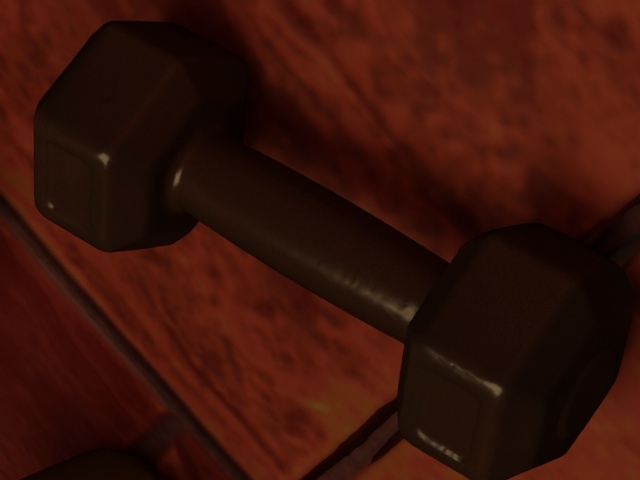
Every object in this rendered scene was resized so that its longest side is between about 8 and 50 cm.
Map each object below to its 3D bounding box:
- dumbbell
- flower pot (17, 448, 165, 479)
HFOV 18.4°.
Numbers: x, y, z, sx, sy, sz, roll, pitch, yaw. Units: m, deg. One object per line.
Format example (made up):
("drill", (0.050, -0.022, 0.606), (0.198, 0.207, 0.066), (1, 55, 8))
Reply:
("dumbbell", (0.000, 0.000, 0.708), (0.231, 0.082, 0.092), (30, 138, 24))
("flower pot", (-0.129, 0.199, 0.911), (0.195, 0.179, 0.195), (27, 136, 29))
